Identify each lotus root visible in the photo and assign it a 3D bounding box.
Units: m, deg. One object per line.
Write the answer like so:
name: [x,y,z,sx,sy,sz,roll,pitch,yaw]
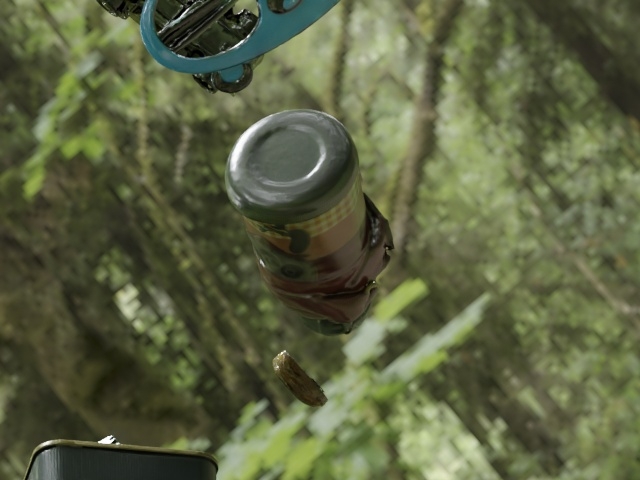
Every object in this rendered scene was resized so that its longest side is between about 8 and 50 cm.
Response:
lotus root: [-0.026,0.171,2.120,0.030,0.083,0.037,-45,1,-9]

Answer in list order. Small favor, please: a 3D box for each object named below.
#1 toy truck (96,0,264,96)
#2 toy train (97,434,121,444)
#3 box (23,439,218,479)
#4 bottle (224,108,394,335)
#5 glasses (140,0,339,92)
toy truck: [-0.202,-0.320,2.573,0.127,0.257,0.127,-51,-7,-8]
toy train: [-0.251,0.349,2.373,0.071,0.170,0.111,-34,29,-13]
box: [-0.213,0.290,1.864,0.201,0.090,0.144,8,-41,-18]
bottle: [0.000,0.000,1.778,0.143,0.156,0.271,-12,-38,4]
glasses: [-0.065,-0.246,1.534,0.239,0.102,0.207,-37,35,-3]
